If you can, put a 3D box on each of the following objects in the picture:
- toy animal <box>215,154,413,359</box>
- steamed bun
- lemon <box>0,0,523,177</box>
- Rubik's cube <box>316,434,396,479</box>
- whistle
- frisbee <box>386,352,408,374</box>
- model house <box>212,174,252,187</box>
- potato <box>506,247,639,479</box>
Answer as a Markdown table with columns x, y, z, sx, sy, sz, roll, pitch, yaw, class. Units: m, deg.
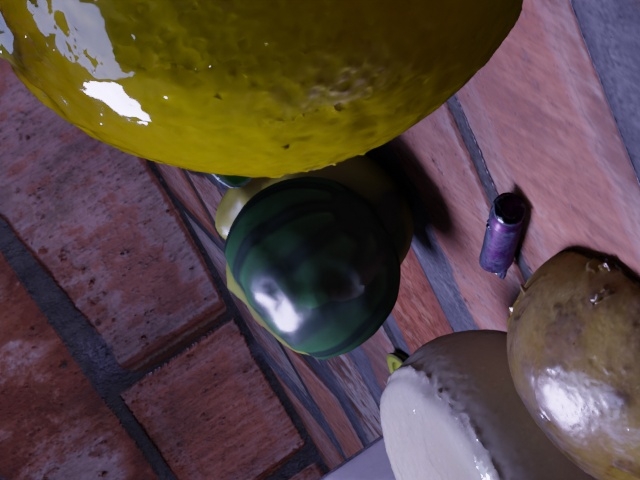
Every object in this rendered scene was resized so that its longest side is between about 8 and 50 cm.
| x | y | z | sx | sy | sz | roll | pitch | yaw | class |
| --- | --- | --- | --- | --- | --- | --- | --- | --- | --- |
| 0.002 | -0.002 | 1.939 | 0.216 | 0.191 | 0.338 | 43 | -168 | -8 | toy animal |
| 0.191 | 0.212 | 1.775 | 0.283 | 0.177 | 0.283 | 55 | 158 | 35 | steamed bun |
| -0.065 | -0.197 | 1.206 | 0.364 | 0.364 | 0.364 | 54 | 170 | 13 | lemon |
| 0.170 | 0.376 | 2.228 | 0.255 | 0.260 | 0.259 | 47 | 165 | 51 | Rubik's cube |
| 0.164 | -0.002 | 1.654 | 0.033 | 0.033 | 0.176 | 54 | 170 | 15 | whistle |
| 0.165 | 0.252 | 2.549 | 0.236 | 0.017 | 0.236 | 53 | 170 | 14 | frisbee |
| -0.122 | -0.227 | 1.503 | 0.358 | 0.313 | 0.242 | 58 | 173 | -18 | model house |
| 0.235 | 0.133 | 1.539 | 0.239 | 0.116 | 0.299 | 52 | 172 | -4 | potato |
